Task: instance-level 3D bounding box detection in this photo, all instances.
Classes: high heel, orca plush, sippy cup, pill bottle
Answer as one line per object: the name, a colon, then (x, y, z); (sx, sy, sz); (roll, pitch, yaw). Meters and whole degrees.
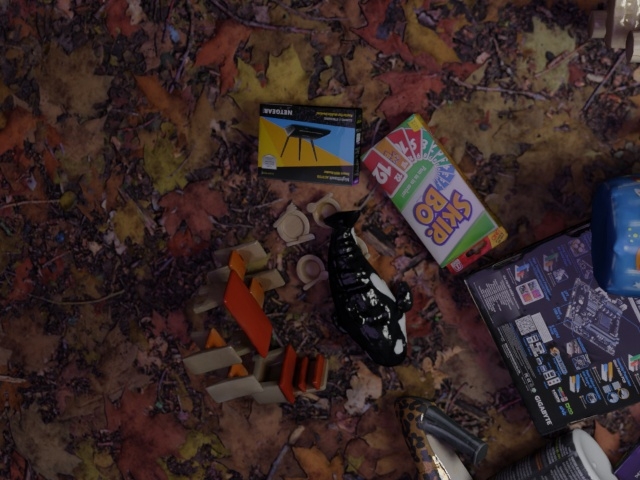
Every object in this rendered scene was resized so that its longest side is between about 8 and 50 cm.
high heel: (0.183, 0.406, 1.709); (0.186, 0.093, 0.261); (32, 120, 33)
orca plush: (0.075, 0.091, 1.655); (0.151, 0.102, 0.287); (-5, 100, 15)
sippy cup: (0.506, -0.007, 1.369); (0.224, 0.305, 0.240); (0, 124, 4)
pill bottle: (0.357, 0.423, 1.602); (0.246, 0.130, 0.130); (-37, 85, 23)

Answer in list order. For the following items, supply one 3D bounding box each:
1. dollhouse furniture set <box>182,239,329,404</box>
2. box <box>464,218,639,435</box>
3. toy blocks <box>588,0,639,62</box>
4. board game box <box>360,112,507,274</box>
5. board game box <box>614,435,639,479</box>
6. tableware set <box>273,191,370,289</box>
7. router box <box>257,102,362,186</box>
dollhouse furniture set: (-0.101, 0.164, 1.684); (0.135, 0.262, 0.259); (-15, 128, 21)
box: (0.425, 0.129, 1.552); (0.293, 0.073, 0.295); (-26, 89, 22)
toy blocks: (0.532, -0.393, 1.333); (0.260, 0.309, 0.288); (0, 107, 2)
board game box: (0.191, -0.074, 1.629); (0.124, 0.039, 0.259); (-38, 88, 24)
board game box: (0.579, 0.350, 1.546); (0.141, 0.048, 0.170); (37, 110, 10)
tableware set: (0.000, 0.000, 1.723); (0.141, 0.020, 0.168); (-29, 89, 24)
router box: (-0.019, -0.168, 1.684); (0.179, 0.046, 0.133); (6, 102, 20)
